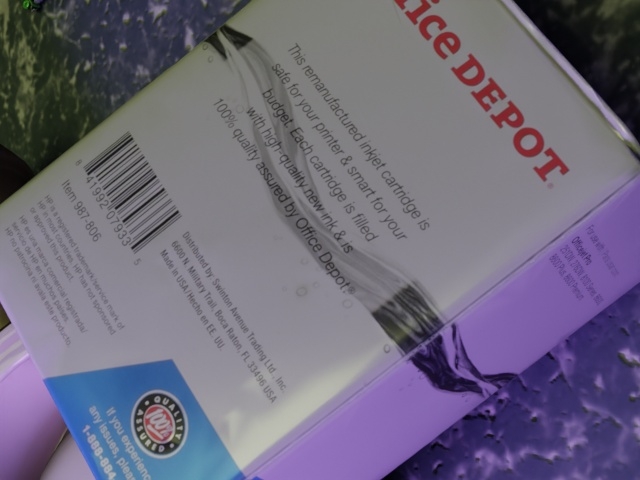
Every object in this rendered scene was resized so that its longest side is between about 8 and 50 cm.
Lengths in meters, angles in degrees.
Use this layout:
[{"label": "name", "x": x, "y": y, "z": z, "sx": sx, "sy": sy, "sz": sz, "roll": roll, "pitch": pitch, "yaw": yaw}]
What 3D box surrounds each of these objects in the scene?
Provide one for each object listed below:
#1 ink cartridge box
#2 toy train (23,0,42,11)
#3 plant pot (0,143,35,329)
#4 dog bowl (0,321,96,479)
[{"label": "ink cartridge box", "x": 0.000, "y": 0.000, "z": 0.972, "sx": 0.395, "sy": 0.166, "sz": 0.285, "roll": -38, "pitch": 61, "yaw": 6}, {"label": "toy train", "x": -0.310, "y": -0.275, "z": 1.483, "sx": 0.023, "sy": 0.017, "sz": 0.083, "roll": -39, "pitch": 63, "yaw": 24}, {"label": "plant pot", "x": -0.317, "y": 0.058, "z": 1.344, "sx": 0.229, "sy": 0.263, "sz": 0.263, "roll": 33, "pitch": 112, "yaw": 22}, {"label": "dog bowl", "x": -0.147, "y": 0.242, "z": 1.147, "sx": 0.407, "sy": 0.150, "sz": 0.408, "roll": -10, "pitch": 68, "yaw": 27}]
